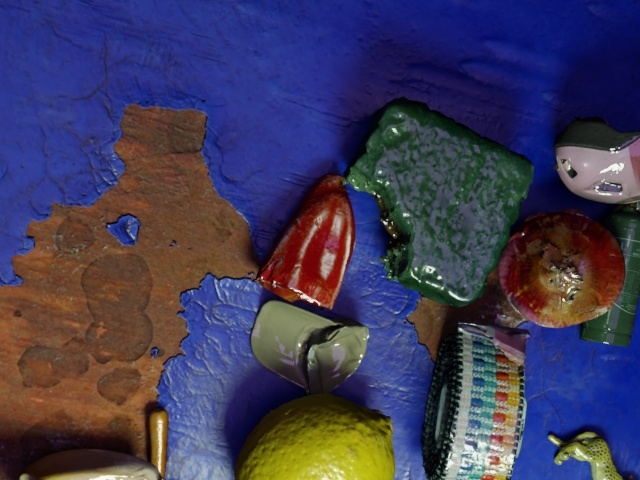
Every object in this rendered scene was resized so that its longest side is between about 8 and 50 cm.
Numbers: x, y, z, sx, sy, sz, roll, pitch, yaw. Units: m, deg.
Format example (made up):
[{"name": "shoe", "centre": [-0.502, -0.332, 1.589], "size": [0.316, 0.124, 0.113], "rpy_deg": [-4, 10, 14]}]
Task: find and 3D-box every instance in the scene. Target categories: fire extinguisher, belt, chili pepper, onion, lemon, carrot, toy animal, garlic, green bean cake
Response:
[{"name": "fire extinguisher", "centre": [0.570, 0.045, 1.977], "size": [0.115, 0.095, 0.311], "rpy_deg": [10, 90, -41]}, {"name": "belt", "centre": [0.287, 0.308, 1.874], "size": [0.161, 0.207, 0.294], "rpy_deg": [11, 74, -6]}, {"name": "chili pepper", "centre": [0.000, 0.000, 1.869], "size": [0.136, 0.144, 0.252], "rpy_deg": [42, 71, -52]}, {"name": "onion", "centre": [0.432, 0.052, 1.897], "size": [0.230, 0.163, 0.229], "rpy_deg": [1, 92, 23]}, {"name": "lemon", "centre": [-0.003, 0.394, 1.796], "size": [0.310, 0.253, 0.253], "rpy_deg": [-32, 96, -8]}, {"name": "carrot", "centre": [-0.290, 0.392, 1.854], "size": [0.037, 0.037, 0.190], "rpy_deg": [2, 91, -10]}, {"name": "toy animal", "centre": [0.526, 0.430, 1.989], "size": [0.136, 0.073, 0.181], "rpy_deg": [-23, 82, -17]}, {"name": "garlic", "centre": [-0.389, 0.423, 1.774], "size": [0.245, 0.164, 0.145], "rpy_deg": [-3, 74, -15]}, {"name": "green bean cake", "centre": [0.186, -0.067, 1.871], "size": [0.308, 0.169, 0.300], "rpy_deg": [27, 84, -8]}]

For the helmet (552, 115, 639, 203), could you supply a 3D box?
[{"name": "helmet", "centre": [0.551, -0.138, 1.914], "size": [0.254, 0.198, 0.154], "rpy_deg": [19, 86, 3]}]

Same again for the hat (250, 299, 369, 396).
[{"name": "hat", "centre": [-0.020, 0.175, 1.893], "size": [0.173, 0.144, 0.166], "rpy_deg": [40, 116, 30]}]
